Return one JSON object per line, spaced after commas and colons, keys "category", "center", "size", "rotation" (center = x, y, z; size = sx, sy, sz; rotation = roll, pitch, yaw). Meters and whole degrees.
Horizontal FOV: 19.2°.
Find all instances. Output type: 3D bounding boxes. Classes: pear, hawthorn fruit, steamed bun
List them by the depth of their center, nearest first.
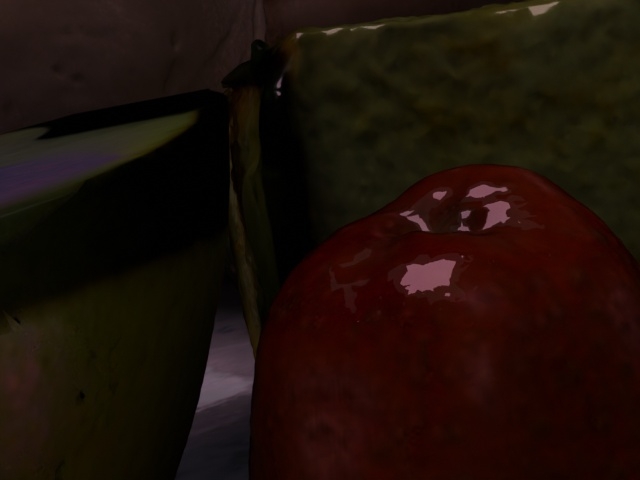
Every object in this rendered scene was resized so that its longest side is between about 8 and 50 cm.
{"category": "hawthorn fruit", "center": [0.039, 0.051, 0.510], "size": [0.133, 0.138, 0.133], "rotation": [-11, 11, 2]}
{"category": "pear", "center": [-0.197, 0.090, 0.570], "size": [0.399, 0.165, 0.399], "rotation": [-15, 10, 3]}
{"category": "pear", "center": [0.088, -0.017, 0.783], "size": [0.255, 0.164, 0.238], "rotation": [-12, -1, -10]}
{"category": "steamed bun", "center": [-0.197, -0.064, 1.215], "size": [0.247, 0.236, 0.383], "rotation": [-19, 15, 45]}

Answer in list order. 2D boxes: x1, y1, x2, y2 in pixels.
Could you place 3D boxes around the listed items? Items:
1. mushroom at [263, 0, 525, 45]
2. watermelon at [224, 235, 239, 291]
{"category": "mushroom", "center": [0.026, -0.220, 1.587], "size": [0.362, 0.294, 0.362], "rotation": [-17, 10, 3]}
{"category": "watermelon", "center": [0.000, 0.000, 1.041], "size": [0.111, 0.078, 0.078], "rotation": [-15, 10, -9]}
